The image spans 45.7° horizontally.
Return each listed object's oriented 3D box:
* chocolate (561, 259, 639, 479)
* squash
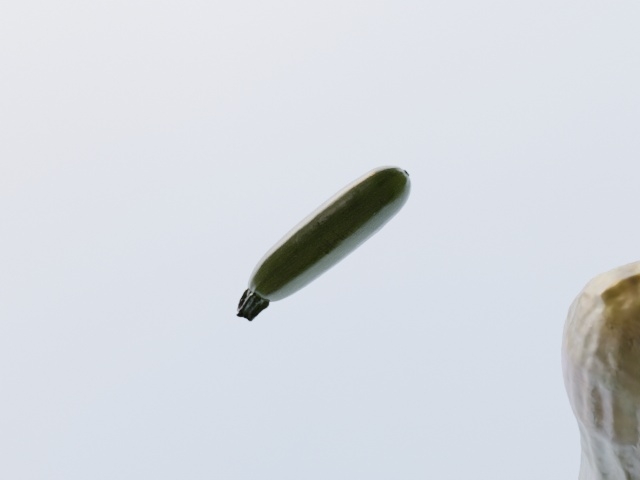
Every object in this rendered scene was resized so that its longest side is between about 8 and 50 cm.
[{"bbox_3d":[0.238,0.155,0.531,0.134,0.134,0.309,-19,-70,-5],"label":"chocolate"},{"bbox_3d":[0.000,0.000,0.863,0.252,0.066,0.066,-38,-111,14],"label":"squash"}]
